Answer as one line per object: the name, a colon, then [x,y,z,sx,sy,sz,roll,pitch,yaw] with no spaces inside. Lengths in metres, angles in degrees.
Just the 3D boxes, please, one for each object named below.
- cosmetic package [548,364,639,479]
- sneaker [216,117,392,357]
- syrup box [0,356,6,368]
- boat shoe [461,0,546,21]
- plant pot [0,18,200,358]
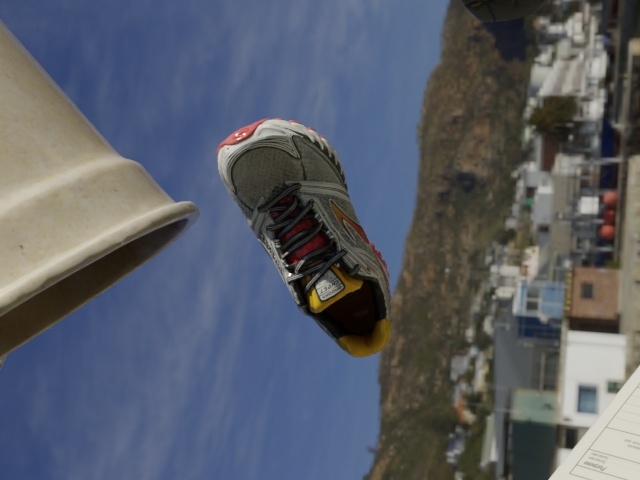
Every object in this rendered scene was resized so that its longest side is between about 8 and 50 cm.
cosmetic package: [0.350,0.157,0.807,0.309,0.160,0.113,-41,-61,-28]
sneaker: [0.000,0.000,0.744,0.225,0.088,0.092,53,-167,-32]
syrup box: [-0.462,0.061,1.078,0.237,0.093,0.096,45,-139,-32]
boat shoe: [0.168,-0.364,0.896,0.324,0.123,0.120,75,-162,-44]
plant pot: [-0.315,-0.057,0.741,0.305,0.334,0.334,57,-161,0]
